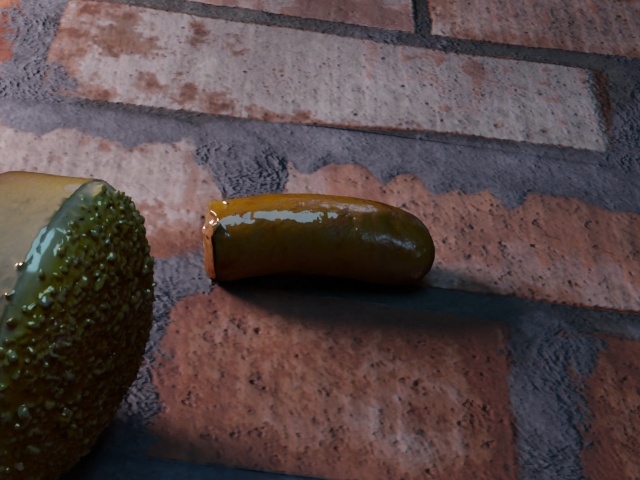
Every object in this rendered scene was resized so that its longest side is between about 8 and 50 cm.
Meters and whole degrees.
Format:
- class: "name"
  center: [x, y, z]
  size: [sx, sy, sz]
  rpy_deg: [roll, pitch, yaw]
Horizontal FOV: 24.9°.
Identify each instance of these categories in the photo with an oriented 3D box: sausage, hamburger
- class: "sausage"
  center: [0.000, -0.002, 1.654]
  size: [0.270, 0.109, 0.109]
  rpy_deg: [4, 35, -12]
- class: "hamburger"
  center: [-0.254, 0.077, 1.319]
  size: [0.170, 0.302, 0.302]
  rpy_deg: [21, 36, 6]
